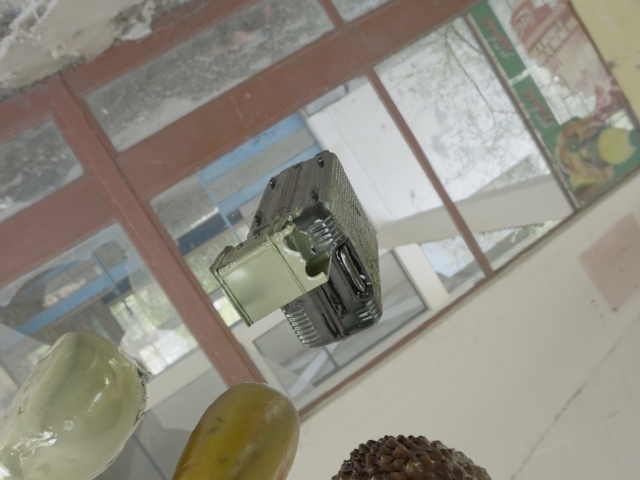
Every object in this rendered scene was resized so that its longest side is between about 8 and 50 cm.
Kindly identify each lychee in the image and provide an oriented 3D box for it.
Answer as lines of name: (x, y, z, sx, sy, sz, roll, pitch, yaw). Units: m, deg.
lychee: (0.111, 0.302, 0.594, 0.200, 0.200, 0.238, -35, -161, -32)

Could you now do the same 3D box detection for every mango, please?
mango: (-0.160, 0.396, 1.020, 0.365, 0.182, 0.253, -32, 141, -64)

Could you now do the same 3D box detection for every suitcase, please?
suitcase: (0.000, 0.000, 0.837, 0.128, 0.202, 0.312, -23, -159, 12)

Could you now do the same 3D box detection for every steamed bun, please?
steamed bun: (-0.510, 0.370, 1.188, 0.333, 0.233, 0.312, -27, -146, 50)

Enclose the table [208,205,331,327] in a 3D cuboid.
table: (-0.041, 0.019, 0.511, 0.083, 0.062, 0.079, -30, -168, 11)
